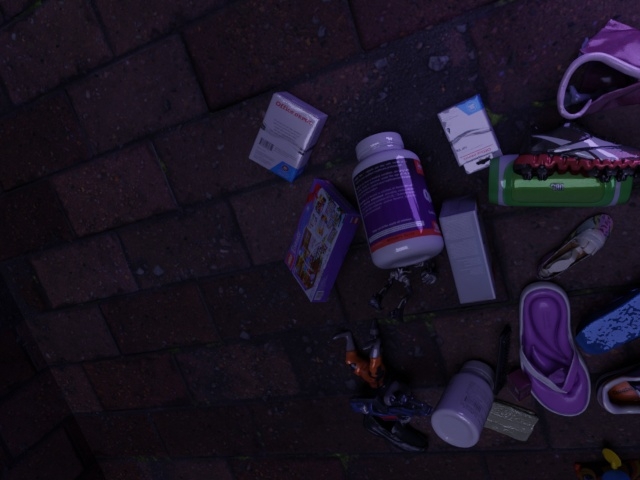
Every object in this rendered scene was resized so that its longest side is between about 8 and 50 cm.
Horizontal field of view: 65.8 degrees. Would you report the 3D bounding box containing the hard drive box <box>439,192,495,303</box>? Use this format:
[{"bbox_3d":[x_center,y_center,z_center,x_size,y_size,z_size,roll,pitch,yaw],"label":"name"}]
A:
[{"bbox_3d":[0.378,0.015,1.266,0.089,0.181,0.232,-12,106,22],"label":"hard drive box"}]

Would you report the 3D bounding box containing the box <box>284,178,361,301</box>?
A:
[{"bbox_3d":[0.000,0.000,1.411,0.201,0.057,0.293,52,129,45],"label":"box"}]

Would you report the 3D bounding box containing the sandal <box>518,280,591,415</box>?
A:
[{"bbox_3d":[0.614,0.312,1.331,0.169,0.102,0.416,-14,105,26],"label":"sandal"}]

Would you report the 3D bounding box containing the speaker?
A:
[{"bbox_3d":[0.555,-0.143,1.169,0.297,0.131,0.131,2,110,21],"label":"speaker"}]

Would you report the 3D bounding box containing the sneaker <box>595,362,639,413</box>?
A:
[{"bbox_3d":[0.852,0.348,1.234,0.321,0.127,0.126,-41,79,27],"label":"sneaker"}]

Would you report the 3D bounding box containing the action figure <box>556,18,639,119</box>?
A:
[{"bbox_3d":[0.695,-0.337,0.968,0.370,0.276,0.248,18,114,32],"label":"action figure"}]

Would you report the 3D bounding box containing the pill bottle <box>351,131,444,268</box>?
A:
[{"bbox_3d":[0.185,-0.101,1.251,0.181,0.181,0.323,-20,74,26],"label":"pill bottle"}]

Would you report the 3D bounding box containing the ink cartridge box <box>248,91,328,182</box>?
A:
[{"bbox_3d":[-0.090,-0.290,1.383,0.148,0.086,0.203,32,117,7],"label":"ink cartridge box"}]

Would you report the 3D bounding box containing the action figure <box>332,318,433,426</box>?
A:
[{"bbox_3d":[0.211,0.419,1.493,0.341,0.178,0.330,-12,111,50],"label":"action figure"}]

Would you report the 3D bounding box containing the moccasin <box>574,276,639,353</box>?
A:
[{"bbox_3d":[0.781,0.155,1.205,0.342,0.117,0.137,-29,89,27],"label":"moccasin"}]

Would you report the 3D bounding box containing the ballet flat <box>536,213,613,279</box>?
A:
[{"bbox_3d":[0.632,0.027,1.230,0.077,0.079,0.221,44,118,2],"label":"ballet flat"}]

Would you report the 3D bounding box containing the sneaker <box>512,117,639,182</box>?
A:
[{"bbox_3d":[0.562,-0.195,1.054,0.276,0.097,0.135,6,86,22],"label":"sneaker"}]

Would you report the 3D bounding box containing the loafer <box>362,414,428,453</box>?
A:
[{"bbox_3d":[0.245,0.617,1.604,0.223,0.076,0.078,21,123,17],"label":"loafer"}]

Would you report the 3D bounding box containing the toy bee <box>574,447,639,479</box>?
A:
[{"bbox_3d":[0.800,0.669,1.388,0.298,0.162,0.195,0,103,-5],"label":"toy bee"}]

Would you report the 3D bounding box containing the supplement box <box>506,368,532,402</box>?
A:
[{"bbox_3d":[0.558,0.409,1.393,0.043,0.055,0.083,-27,137,-6],"label":"supplement box"}]

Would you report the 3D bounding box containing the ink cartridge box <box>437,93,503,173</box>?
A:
[{"bbox_3d":[0.376,-0.257,1.230,0.104,0.060,0.180,-22,101,26],"label":"ink cartridge box"}]

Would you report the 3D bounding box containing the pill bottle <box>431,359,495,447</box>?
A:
[{"bbox_3d":[0.408,0.446,1.379,0.131,0.229,0.131,18,127,26],"label":"pill bottle"}]

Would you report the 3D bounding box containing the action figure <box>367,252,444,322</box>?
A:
[{"bbox_3d":[0.238,0.079,1.374,0.164,0.141,0.275,28,91,18],"label":"action figure"}]

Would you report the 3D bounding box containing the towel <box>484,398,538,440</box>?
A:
[{"bbox_3d":[0.561,0.536,1.480,0.148,0.027,0.110,18,114,14],"label":"towel"}]

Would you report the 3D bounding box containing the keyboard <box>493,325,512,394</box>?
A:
[{"bbox_3d":[0.511,0.330,1.379,0.023,0.108,0.180,10,104,29],"label":"keyboard"}]
